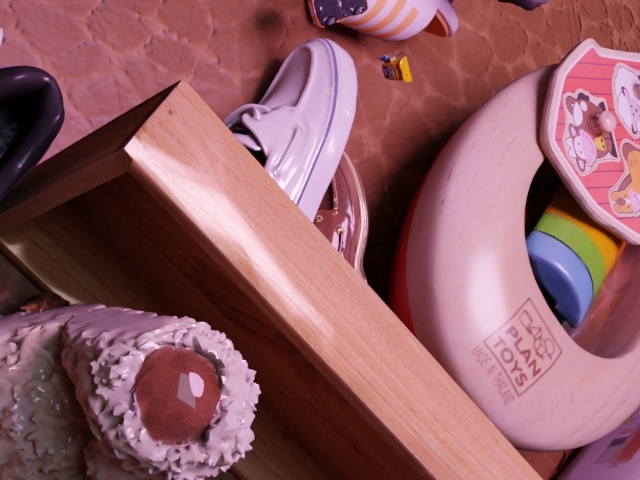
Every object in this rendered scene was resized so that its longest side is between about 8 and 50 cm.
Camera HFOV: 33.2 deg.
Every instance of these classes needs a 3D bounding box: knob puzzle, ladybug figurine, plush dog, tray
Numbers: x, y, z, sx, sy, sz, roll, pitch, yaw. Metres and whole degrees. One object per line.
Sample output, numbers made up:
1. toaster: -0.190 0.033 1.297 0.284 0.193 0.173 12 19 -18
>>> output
1. knob puzzle: 0.266 -0.091 0.954 0.213 0.030 0.213 13 69 -37
2. ladybug figurine: 0.200 0.015 0.994 0.449 0.162 0.305 -43 105 -40
3. plush dog: -0.160 0.158 0.654 0.262 0.210 0.225 -10 99 -6
4. tray: -0.028 0.090 0.748 0.411 0.203 0.076 49 52 -20

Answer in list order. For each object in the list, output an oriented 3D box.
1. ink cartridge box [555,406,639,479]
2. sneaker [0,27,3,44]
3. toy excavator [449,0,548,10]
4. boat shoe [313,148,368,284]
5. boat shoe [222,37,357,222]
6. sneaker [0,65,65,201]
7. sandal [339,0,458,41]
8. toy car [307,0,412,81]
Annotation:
1. ink cartridge box: 0.416 0.257 1.035 0.384 0.160 0.279 -41 93 -26
2. sneaker: -0.294 -0.161 0.638 0.215 0.083 0.084 20 49 -21
3. toy excavator: 0.139 -0.466 1.015 0.222 0.433 0.445 32 87 -30
4. boat shoe: 0.000 0.000 0.892 0.060 0.064 0.178 5 77 -42
5. boat shoe: -0.042 -0.067 0.855 0.084 0.095 0.258 34 56 -34
6. sneaker: -0.262 -0.016 0.628 0.107 0.124 0.283 49 52 -19
7. sandal: 0.014 -0.238 0.954 0.265 0.102 0.076 31 88 -40
8. toy car: 0.025 -0.173 0.919 0.060 0.040 0.122 -45 121 -23
